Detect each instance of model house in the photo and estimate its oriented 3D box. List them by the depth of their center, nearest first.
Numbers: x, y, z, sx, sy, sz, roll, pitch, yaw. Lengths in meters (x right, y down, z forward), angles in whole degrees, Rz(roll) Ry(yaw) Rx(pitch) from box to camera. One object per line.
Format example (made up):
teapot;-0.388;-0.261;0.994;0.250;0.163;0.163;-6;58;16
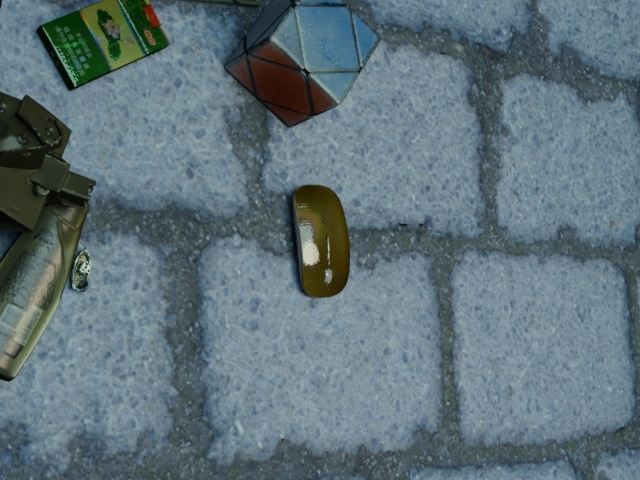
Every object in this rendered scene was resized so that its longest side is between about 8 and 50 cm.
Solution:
model house;-0.501;-0.130;1.633;0.243;0.204;0.211;21;65;-15

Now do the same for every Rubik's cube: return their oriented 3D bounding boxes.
Rubik's cube;-0.037;-0.393;2.011;0.205;0.207;0.205;40;64;-20

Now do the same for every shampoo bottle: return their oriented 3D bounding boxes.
shampoo bottle;-0.510;0.068;1.689;0.125;0.084;0.350;32;65;-24

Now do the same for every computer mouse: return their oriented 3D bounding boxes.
computer mouse;0.000;0.000;2.059;0.125;0.056;0.245;-2;84;-33

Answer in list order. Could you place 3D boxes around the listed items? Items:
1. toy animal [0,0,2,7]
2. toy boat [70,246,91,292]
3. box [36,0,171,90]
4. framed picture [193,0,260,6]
toy animal;-0.608;-0.490;1.734;0.105;0.070;0.203;16;76;-11
toy boat;-0.439;0.053;1.768;0.038;0.038;0.083;11;76;-32
box;-0.416;-0.395;1.862;0.235;0.034;0.132;-33;100;-34
framed picture;-0.232;-0.638;2.037;0.208;0.019;0.281;-2;83;-33
